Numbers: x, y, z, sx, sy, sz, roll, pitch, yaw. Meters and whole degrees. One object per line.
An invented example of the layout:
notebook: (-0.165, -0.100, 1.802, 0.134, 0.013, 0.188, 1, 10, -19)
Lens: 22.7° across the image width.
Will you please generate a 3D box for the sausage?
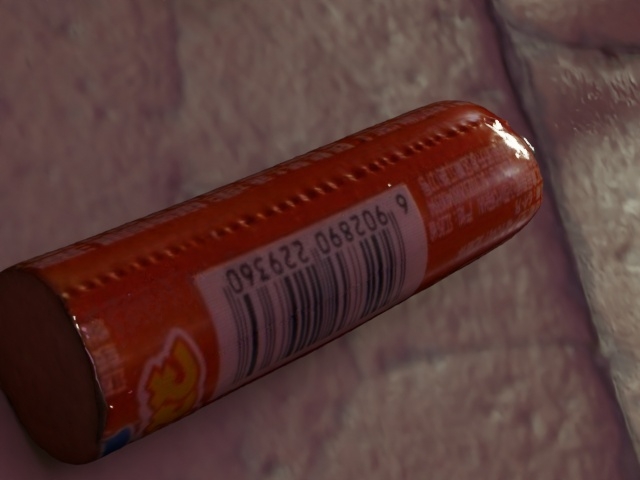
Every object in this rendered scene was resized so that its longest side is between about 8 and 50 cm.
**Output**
sausage: (0.000, 0.000, 0.613, 0.274, 0.074, 0.074, -25, 83, -40)
